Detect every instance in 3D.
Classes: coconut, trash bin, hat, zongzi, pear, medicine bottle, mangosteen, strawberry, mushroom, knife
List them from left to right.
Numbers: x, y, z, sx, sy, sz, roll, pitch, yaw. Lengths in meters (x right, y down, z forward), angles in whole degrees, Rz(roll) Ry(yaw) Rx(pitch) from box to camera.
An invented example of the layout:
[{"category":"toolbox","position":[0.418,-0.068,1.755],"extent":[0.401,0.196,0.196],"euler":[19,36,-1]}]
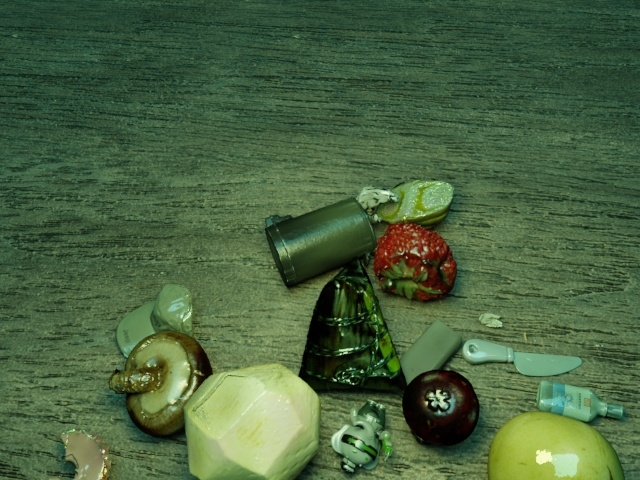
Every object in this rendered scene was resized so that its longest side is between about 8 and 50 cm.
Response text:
[{"category":"hat","position":[-0.500,0.238,1.809],"extent":[0.244,0.149,0.214],"euler":[-20,55,-21]},{"category":"mushroom","position":[-0.438,0.398,1.674],"extent":[0.278,0.163,0.297],"euler":[-5,55,-8]},{"category":"coconut","position":[-0.181,0.471,1.507],"extent":[0.352,0.352,0.352],"euler":[-3,55,4]},{"category":"trash bin","position":[0.000,0.000,1.875],"extent":[0.301,0.203,0.252],"euler":[-20,77,-9]},{"category":"zongzi","position":[0.085,0.213,1.684],"extent":[0.319,0.383,0.362],"euler":[-1,19,14]},{"category":"strawberry","position":[0.282,0.050,1.788],"extent":[0.261,0.261,0.257],"euler":[13,56,14]},{"category":"mangosteen","position":[0.311,0.432,1.549],"extent":[0.210,0.210,0.210],"euler":[-3,55,4]},{"category":"knife","position":[0.568,0.340,1.692],"extent":[0.331,0.044,0.080],"euler":[8,56,7]},{"category":"pear","position":[0.536,0.556,1.392],"extent":[0.309,0.309,0.309],"euler":[-3,55,4]},{"category":"medicine bottle","position":[0.689,0.435,1.599],"extent":[0.208,0.054,0.090],"euler":[10,57,12]}]

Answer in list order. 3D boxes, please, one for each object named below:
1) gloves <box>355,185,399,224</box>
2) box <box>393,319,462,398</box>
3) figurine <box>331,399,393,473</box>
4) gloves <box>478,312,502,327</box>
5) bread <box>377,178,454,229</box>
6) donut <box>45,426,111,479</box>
[{"category":"gloves","position":[0.167,-0.118,1.919],"extent":[0.111,0.212,0.127],"euler":[39,70,0]},{"category":"box","position":[0.293,0.340,1.703],"extent":[0.103,0.055,0.243],"euler":[36,65,27]},{"category":"figurine","position":[0.110,0.514,1.565],"extent":[0.147,0.126,0.192],"euler":[28,73,1]},{"category":"gloves","position":[0.499,0.232,1.766],"extent":[0.081,0.037,0.044],"euler":[30,99,6]},{"category":"bread","position":[0.319,-0.097,1.930],"extent":[0.156,0.260,0.158],"euler":[28,64,-27]},{"category":"donut","position":[-0.649,0.626,1.577],"extent":[0.199,0.085,0.233],"euler":[24,61,21]}]
